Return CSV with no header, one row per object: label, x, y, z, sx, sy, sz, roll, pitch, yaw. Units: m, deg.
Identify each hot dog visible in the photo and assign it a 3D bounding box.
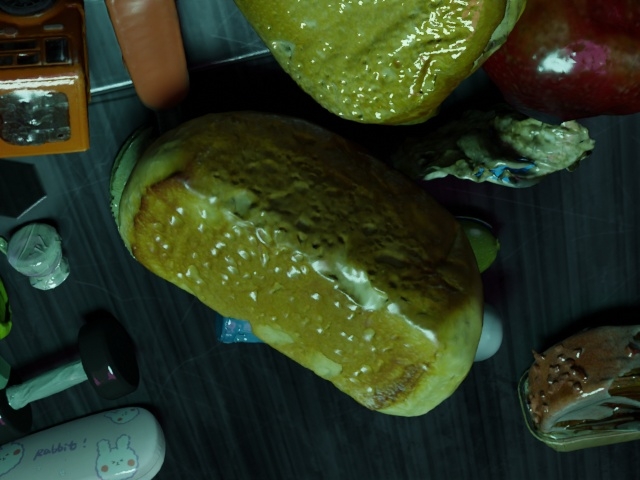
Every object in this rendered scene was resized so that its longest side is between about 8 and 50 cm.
hot dog,0.000,-0.001,1.668,0.405,0.223,0.185,33,134,3

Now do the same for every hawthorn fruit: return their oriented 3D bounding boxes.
hawthorn fruit,0.250,-0.250,1.559,0.230,0.266,0.210,-17,-173,-43

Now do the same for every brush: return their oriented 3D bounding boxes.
brush,-0.179,-0.213,1.611,0.070,0.051,0.323,-15,132,-7

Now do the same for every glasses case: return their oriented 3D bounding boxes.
glasses case,-0.341,0.299,2.026,0.297,0.113,0.075,-19,133,6

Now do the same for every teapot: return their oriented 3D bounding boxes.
teapot,-0.328,0.018,1.801,0.083,0.064,0.064,11,148,23

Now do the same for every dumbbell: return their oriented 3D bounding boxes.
dumbbell,-0.325,0.171,1.916,0.191,0.100,0.100,-23,134,10

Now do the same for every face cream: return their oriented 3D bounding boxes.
face cream,0.042,0.100,1.898,0.337,0.080,0.163,4,175,-16

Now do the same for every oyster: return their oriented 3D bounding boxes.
oyster,0.183,-0.104,1.707,0.223,0.214,0.083,-5,97,6

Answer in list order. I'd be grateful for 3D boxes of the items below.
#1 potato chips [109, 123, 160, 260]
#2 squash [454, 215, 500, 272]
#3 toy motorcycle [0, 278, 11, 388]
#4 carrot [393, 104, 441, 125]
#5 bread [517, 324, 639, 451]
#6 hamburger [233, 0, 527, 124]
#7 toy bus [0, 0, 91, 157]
potato chips,-0.175,-0.047,1.788,0.142,0.026,0.209,-19,132,12
squash,0.047,0.016,1.850,0.341,0.094,0.094,0,134,-15
toy motorcycle,-0.481,0.063,1.709,0.191,0.200,0.326,-17,138,6
carrot,0.093,-0.191,1.661,0.082,0.082,0.173,-7,131,-4
bread,0.375,0.199,2.052,0.224,0.142,0.212,-11,152,1
hamburger,0.041,-0.271,1.464,0.290,0.170,0.314,-39,91,34
toy bus,-0.393,-0.155,1.548,0.329,0.153,0.143,-3,136,-8
